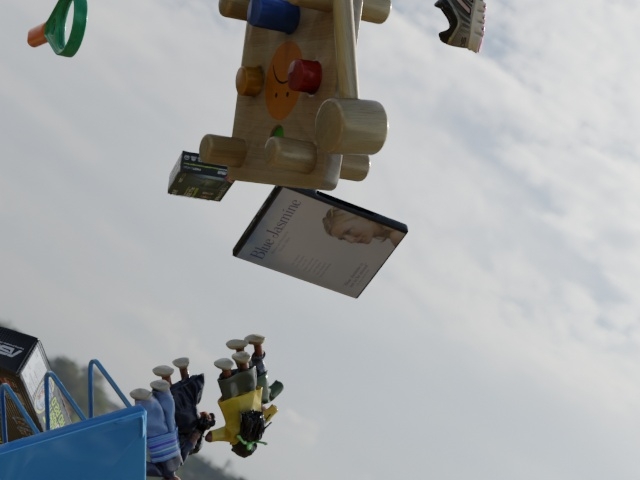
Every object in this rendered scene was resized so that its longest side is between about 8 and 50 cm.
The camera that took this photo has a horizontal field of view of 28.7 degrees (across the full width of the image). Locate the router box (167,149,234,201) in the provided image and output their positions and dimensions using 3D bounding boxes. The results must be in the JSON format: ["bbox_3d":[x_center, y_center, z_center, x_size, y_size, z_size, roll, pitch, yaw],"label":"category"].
[{"bbox_3d":[-0.193,-0.103,2.029,0.092,0.038,0.122,9,-18,-14],"label":"router box"}]

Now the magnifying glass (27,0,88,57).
[{"bbox_3d":[-0.367,-0.294,1.736,0.026,0.092,0.231,7,-1,-30],"label":"magnifying glass"}]

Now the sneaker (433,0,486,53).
[{"bbox_3d":[0.201,-0.356,1.801,0.074,0.170,0.063,3,5,4],"label":"sneaker"}]

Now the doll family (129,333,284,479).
[{"bbox_3d":[-0.106,0.169,1.173,0.076,0.193,0.111,23,-56,57],"label":"doll family"}]

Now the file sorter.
[{"bbox_3d":[-0.242,0.182,1.023,0.104,0.170,0.118,40,-46,46],"label":"file sorter"}]

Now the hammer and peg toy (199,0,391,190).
[{"bbox_3d":[-0.005,-0.191,1.428,0.127,0.266,0.361,7,1,-29],"label":"hammer and peg toy"}]

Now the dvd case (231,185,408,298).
[{"bbox_3d":[0.000,0.000,2.139,0.253,0.180,0.022,20,36,-23],"label":"dvd case"}]

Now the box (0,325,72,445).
[{"bbox_3d":[-0.450,0.195,1.653,0.216,0.060,0.270,15,-36,13],"label":"box"}]
